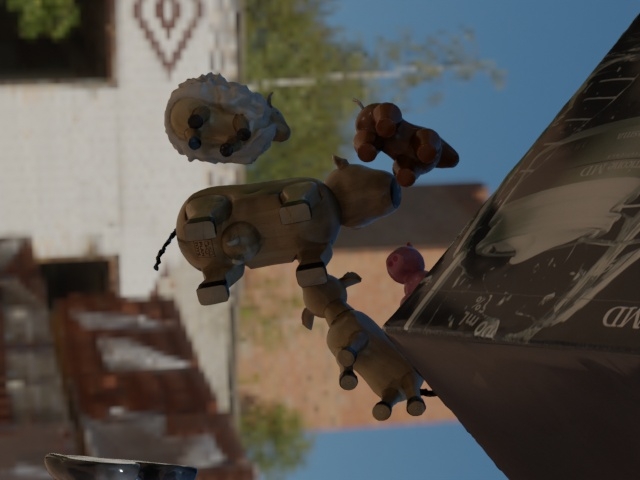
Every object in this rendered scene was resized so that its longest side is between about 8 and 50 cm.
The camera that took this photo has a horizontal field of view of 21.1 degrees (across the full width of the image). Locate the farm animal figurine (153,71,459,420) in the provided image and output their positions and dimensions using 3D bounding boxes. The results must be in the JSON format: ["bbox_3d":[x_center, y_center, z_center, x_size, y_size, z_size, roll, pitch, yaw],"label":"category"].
[{"bbox_3d":[0.000,0.000,1.729,0.172,0.326,0.330,-82,178,-70],"label":"farm animal figurine"}]

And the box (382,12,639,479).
[{"bbox_3d":[0.395,0.015,1.472,0.297,0.472,0.480,48,-23,-22],"label":"box"}]

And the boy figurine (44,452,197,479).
[{"bbox_3d":[-0.141,0.294,1.199,0.092,0.177,0.285,-1,-96,43],"label":"boy figurine"}]
